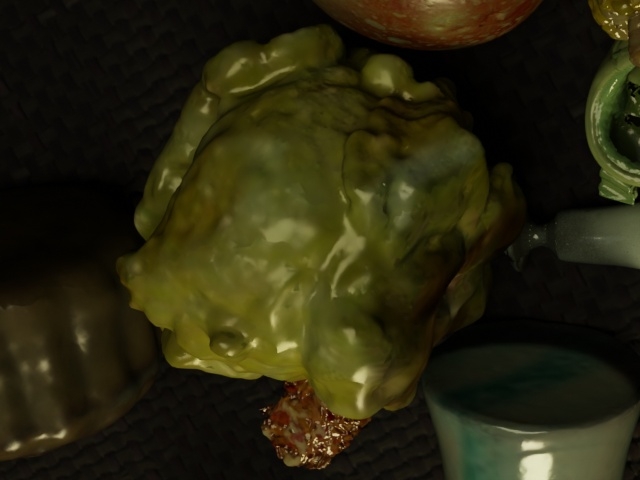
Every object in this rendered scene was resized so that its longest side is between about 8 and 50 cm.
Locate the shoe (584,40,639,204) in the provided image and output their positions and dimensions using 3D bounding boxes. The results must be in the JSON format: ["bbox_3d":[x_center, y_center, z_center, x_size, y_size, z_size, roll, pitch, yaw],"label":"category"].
[{"bbox_3d":[0.295,-0.141,1.489,0.140,0.128,0.262,25,118,-4],"label":"shoe"}]

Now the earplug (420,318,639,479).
[{"bbox_3d":[0.178,0.248,1.641,0.185,0.185,0.324,7,118,18],"label":"earplug"}]

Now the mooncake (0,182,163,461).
[{"bbox_3d":[-0.276,0.067,1.678,0.290,0.290,0.161,1,115,21],"label":"mooncake"}]

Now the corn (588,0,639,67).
[{"bbox_3d":[0.246,-0.243,1.412,0.097,0.097,0.262,-1,64,21],"label":"corn"}]

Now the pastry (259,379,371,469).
[{"bbox_3d":[0.014,0.128,1.713,0.087,0.063,0.169,38,122,15],"label":"pastry"}]

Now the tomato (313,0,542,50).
[{"bbox_3d":[0.066,-0.275,1.435,0.270,0.222,0.270,28,122,56],"label":"tomato"}]

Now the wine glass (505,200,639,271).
[{"bbox_3d":[0.230,-0.005,1.576,0.155,0.072,0.072,1,108,22],"label":"wine glass"}]

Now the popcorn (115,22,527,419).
[{"bbox_3d":[-0.007,-0.012,1.547,0.312,0.312,0.312,7,110,19],"label":"popcorn"}]
